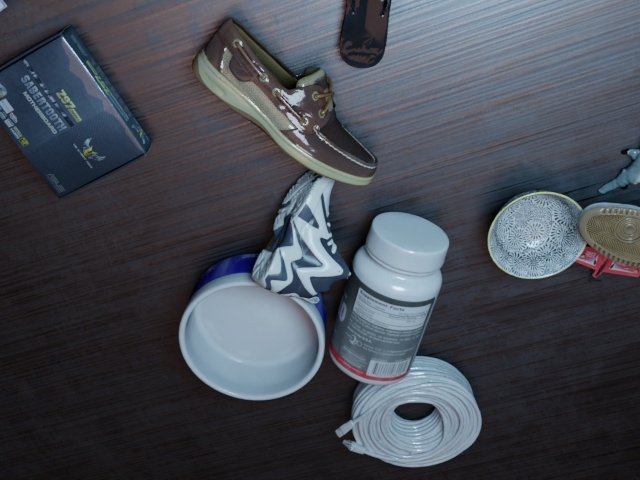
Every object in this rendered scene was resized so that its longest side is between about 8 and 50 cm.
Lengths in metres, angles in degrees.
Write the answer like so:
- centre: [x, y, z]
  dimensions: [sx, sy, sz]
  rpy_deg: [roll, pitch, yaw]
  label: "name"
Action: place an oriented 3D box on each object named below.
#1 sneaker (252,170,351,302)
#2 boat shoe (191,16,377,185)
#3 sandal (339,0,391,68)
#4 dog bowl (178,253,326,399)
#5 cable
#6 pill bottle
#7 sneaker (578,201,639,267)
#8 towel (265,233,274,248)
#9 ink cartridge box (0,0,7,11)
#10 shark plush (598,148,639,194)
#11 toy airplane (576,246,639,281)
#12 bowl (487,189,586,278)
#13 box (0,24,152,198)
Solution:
- centre: [0.000, 0.000, 1.309]
  dimensions: [0.153, 0.094, 0.235]
  rpy_deg: [31, 73, -26]
  label: "sneaker"
- centre: [-0.031, -0.217, 1.202]
  dimensions: [0.342, 0.123, 0.123]
  rpy_deg: [37, 117, -11]
  label: "boat shoe"
- centre: [0.072, -0.379, 1.136]
  dimensions: [0.097, 0.054, 0.255]
  rpy_deg: [-2, 121, 3]
  label: "sandal"
- centre: [-0.121, 0.160, 1.411]
  dimensions: [0.264, 0.104, 0.265]
  rpy_deg: [2, 119, 3]
  label: "dog bowl"
- centre: [0.190, 0.350, 1.549]
  dimensions: [0.257, 0.089, 0.257]
  rpy_deg: [29, 117, -16]
  label: "cable"
- centre: [0.121, 0.102, 1.360]
  dimensions: [0.161, 0.161, 0.283]
  rpy_deg: [12, 120, -5]
  label: "pill bottle"
- centre: [0.564, -0.028, 1.284]
  dimensions: [0.282, 0.153, 0.099]
  rpy_deg: [13, 123, 2]
  label: "sneaker"
- centre: [-0.076, 0.067, 1.426]
  dimensions: [0.102, 0.021, 0.237]
  rpy_deg: [25, 118, -14]
  label: "towel"
- centre: [-0.610, -0.387, 1.157]
  dimensions: [0.208, 0.045, 0.206]
  rpy_deg: [-28, 116, 18]
  label: "ink cartridge box"
- centre: [0.537, -0.137, 1.287]
  dimensions: [0.067, 0.073, 0.161]
  rpy_deg: [44, 136, 0]
  label: "shark plush"
- centre: [0.516, 0.013, 1.372]
  dimensions: [0.151, 0.028, 0.151]
  rpy_deg: [0, 121, 0]
  label: "toy airplane"
- centre: [0.368, -0.025, 1.324]
  dimensions: [0.170, 0.080, 0.170]
  rpy_deg: [1, 120, 2]
  label: "bowl"
- centre: [-0.417, -0.204, 1.252]
  dimensions: [0.183, 0.059, 0.233]
  rpy_deg: [-24, 118, 14]
  label: "box"
